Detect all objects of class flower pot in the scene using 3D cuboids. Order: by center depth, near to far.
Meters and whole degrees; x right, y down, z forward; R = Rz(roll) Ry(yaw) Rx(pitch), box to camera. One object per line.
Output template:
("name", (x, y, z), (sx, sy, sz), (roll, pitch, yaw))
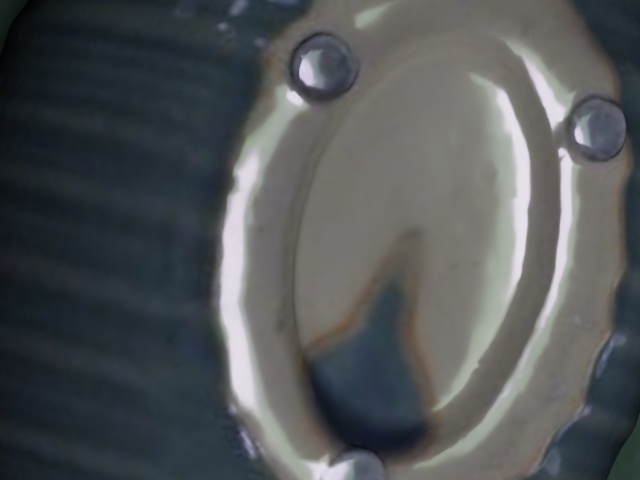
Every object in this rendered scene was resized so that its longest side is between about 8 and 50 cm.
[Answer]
("flower pot", (0.000, 0.000, 0.524), (0.189, 0.157, 0.243), (15, 86, -18))
